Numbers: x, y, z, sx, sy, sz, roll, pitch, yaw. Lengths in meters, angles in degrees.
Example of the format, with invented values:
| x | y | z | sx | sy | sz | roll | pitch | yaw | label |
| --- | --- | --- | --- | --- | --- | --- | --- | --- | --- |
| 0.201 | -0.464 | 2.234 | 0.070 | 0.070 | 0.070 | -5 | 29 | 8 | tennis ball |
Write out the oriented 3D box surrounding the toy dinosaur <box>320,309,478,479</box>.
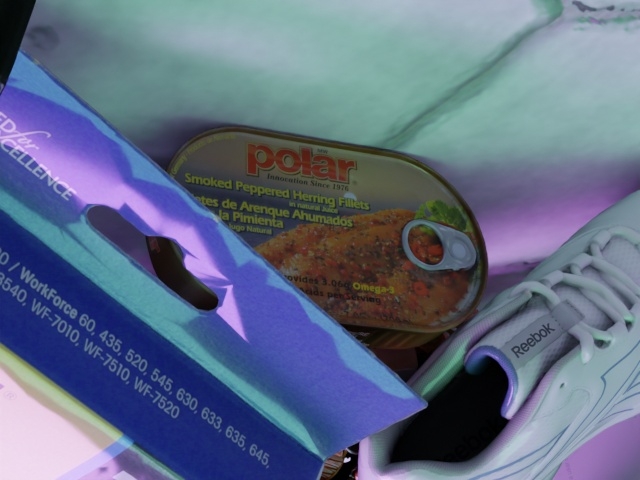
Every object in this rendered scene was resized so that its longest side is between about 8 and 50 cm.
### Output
| x | y | z | sx | sy | sz | roll | pitch | yaw | label |
| --- | --- | --- | --- | --- | --- | --- | --- | --- | --- |
| 0.061 | 0.127 | 0.923 | 0.322 | 0.164 | 0.218 | -6 | 143 | 41 | toy dinosaur |

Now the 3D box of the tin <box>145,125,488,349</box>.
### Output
| x | y | z | sx | sy | sz | roll | pitch | yaw | label |
| --- | --- | --- | --- | --- | --- | --- | --- | --- | --- |
| 0.000 | 0.000 | 0.706 | 0.189 | 0.106 | 0.040 | 8 | 154 | -28 | tin |

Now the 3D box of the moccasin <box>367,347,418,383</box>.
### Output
| x | y | z | sx | sy | sz | roll | pitch | yaw | label |
| --- | --- | --- | --- | --- | --- | --- | --- | --- | --- |
| -0.116 | 0.113 | 0.852 | 0.380 | 0.147 | 0.139 | -39 | 160 | 35 | moccasin |

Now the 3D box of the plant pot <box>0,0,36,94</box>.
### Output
| x | y | z | sx | sy | sz | roll | pitch | yaw | label |
| --- | --- | --- | --- | --- | --- | --- | --- | --- | --- |
| -0.150 | -0.106 | 0.350 | 0.187 | 0.167 | 0.188 | 2 | 167 | -21 | plant pot |

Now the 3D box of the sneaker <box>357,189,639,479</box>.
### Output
| x | y | z | sx | sy | sz | roll | pitch | yaw | label |
| --- | --- | --- | --- | --- | --- | --- | --- | --- | --- |
| 0.138 | 0.059 | 0.745 | 0.297 | 0.111 | 0.129 | -44 | 157 | -9 | sneaker |

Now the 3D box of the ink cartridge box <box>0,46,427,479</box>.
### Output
| x | y | z | sx | sy | sz | roll | pitch | yaw | label |
| --- | --- | --- | --- | --- | --- | --- | --- | --- | --- |
| -0.161 | 0.079 | 0.656 | 0.307 | 0.072 | 0.303 | -31 | 121 | 32 | ink cartridge box |

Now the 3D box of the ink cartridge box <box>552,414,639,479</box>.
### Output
| x | y | z | sx | sy | sz | roll | pitch | yaw | label |
| --- | --- | --- | --- | --- | --- | --- | --- | --- | --- |
| 0.315 | 0.203 | 1.154 | 0.283 | 0.117 | 0.207 | -14 | 151 | 8 | ink cartridge box |
